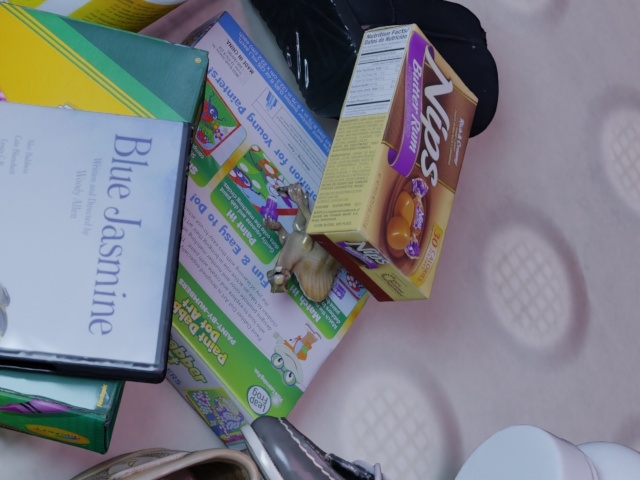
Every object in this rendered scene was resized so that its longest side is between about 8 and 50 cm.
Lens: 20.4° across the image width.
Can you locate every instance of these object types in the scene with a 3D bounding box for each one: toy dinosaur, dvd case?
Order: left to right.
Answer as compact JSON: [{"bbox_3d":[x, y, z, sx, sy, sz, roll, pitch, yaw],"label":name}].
[{"bbox_3d":[-0.214,-0.007,1.127,0.253,0.022,0.180,6,64,-4],"label":"dvd case"},{"bbox_3d":[0.000,0.000,1.374,0.183,0.053,0.093,-10,92,-55],"label":"toy dinosaur"}]

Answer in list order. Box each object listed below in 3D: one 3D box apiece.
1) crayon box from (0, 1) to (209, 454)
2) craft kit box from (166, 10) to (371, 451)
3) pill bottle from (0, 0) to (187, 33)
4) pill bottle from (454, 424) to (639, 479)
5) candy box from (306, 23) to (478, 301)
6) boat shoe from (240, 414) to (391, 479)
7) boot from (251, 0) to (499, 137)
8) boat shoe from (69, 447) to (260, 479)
[{"bbox_3d":[-0.187,-0.013,1.192,0.165,0.081,0.278,13,64,-1],"label":"crayon box"},{"bbox_3d":[-0.070,-0.010,1.375,0.250,0.061,0.247,51,45,-15],"label":"craft kit box"},{"bbox_3d":[-0.151,-0.203,1.263,0.117,0.215,0.117,16,64,-37],"label":"pill bottle"},{"bbox_3d":[0.258,0.272,1.472,0.318,0.176,0.176,31,55,-30],"label":"pill bottle"},{"bbox_3d":[0.059,-0.059,1.372,0.109,0.053,0.187,44,54,-43],"label":"candy box"},{"bbox_3d":[0.060,0.235,1.328,0.095,0.112,0.335,-37,115,-5],"label":"boat shoe"},{"bbox_3d":[0.042,-0.201,1.523,0.207,0.094,0.246,1,61,-51],"label":"boot"},{"bbox_3d":[-0.177,0.221,1.149,0.341,0.110,0.122,-34,97,-44],"label":"boat shoe"}]
